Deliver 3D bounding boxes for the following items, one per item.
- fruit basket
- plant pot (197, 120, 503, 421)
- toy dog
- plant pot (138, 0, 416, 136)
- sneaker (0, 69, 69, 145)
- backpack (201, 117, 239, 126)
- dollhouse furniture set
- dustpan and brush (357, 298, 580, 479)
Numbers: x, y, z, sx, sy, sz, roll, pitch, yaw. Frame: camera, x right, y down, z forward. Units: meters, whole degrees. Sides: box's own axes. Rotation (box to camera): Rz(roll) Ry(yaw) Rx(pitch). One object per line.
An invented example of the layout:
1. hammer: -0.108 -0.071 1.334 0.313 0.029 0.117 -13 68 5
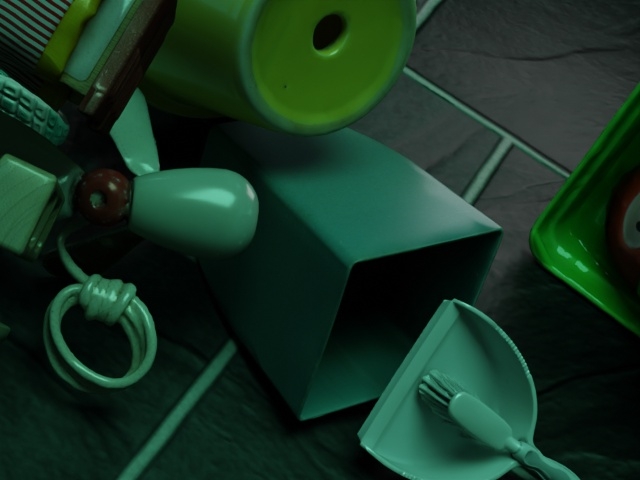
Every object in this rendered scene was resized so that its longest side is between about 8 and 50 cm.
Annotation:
1. fruit basket: 0.385 -0.038 1.473 0.283 0.392 0.392 37 42 8
2. plant pot: 0.000 0.000 1.372 0.166 0.165 0.234 -12 44 -37
3. toy dog: -0.227 -0.043 1.293 0.334 0.220 0.161 33 2 -4
4. plant pot: -0.053 -0.201 1.323 0.254 0.254 0.239 -6 28 -34
5. sneaker: -0.289 -0.141 1.422 0.166 0.065 0.076 30 37 -3
6. backpack: -0.067 -0.156 1.545 0.105 0.084 0.114 31 38 -3
7. dollhouse furniture set: -0.269 -0.064 1.126 0.201 0.152 0.374 28 84 -3
8. dustpan and brush: 0.146 0.160 1.352 0.211 0.147 0.060 38 -7 -38
